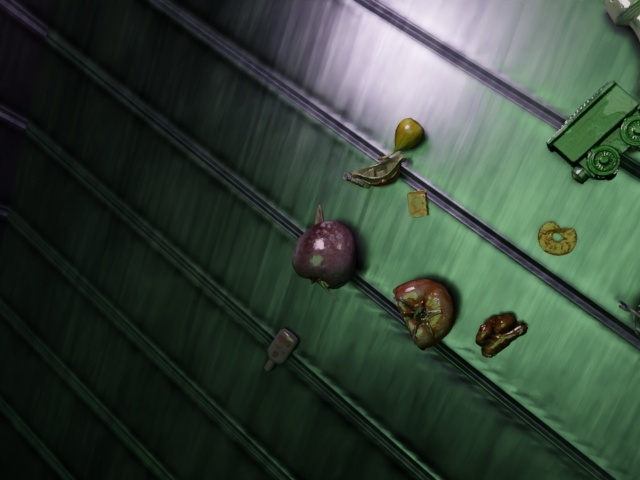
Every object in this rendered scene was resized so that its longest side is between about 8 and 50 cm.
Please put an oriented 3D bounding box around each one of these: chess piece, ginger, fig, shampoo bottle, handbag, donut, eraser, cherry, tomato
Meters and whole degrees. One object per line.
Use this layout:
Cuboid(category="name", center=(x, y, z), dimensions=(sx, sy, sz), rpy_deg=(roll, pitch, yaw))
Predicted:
Cuboid(category="chess piece", center=(0.882, -0.545, 1.493), dimensions=(0.195, 0.195, 0.299), rpy_deg=(-31, 73, 21))
Cuboid(category="ginger", center=(0.542, 0.280, 1.732), dimensions=(0.162, 0.073, 0.103), rpy_deg=(-38, 93, 13))
Cuboid(category="fig", center=(0.259, -0.317, 1.810), dimensions=(0.093, 0.093, 0.166), rpy_deg=(51, 126, 12))
Cuboid(category="shampoo bottle", center=(-0.150, 0.399, 2.031), dimensions=(0.080, 0.040, 0.165), rpy_deg=(37, 105, 14))
Cuboid(category="handbag", center=(0.314, -0.119, 1.821), dimensions=(0.061, 0.027, 0.083), rpy_deg=(-7, 93, 22))
Cuboid(category="donut", center=(0.693, -0.005, 1.666), dimensions=(0.108, 0.043, 0.097), rpy_deg=(28, 103, 17))
Cuboid(category="eraser", center=(0.122, -0.201, 1.897), dimensions=(0.099, 0.019, 0.027), rpy_deg=(26, 117, 19))
Cuboid(category="cherry", center=(0.016, 0.054, 1.858), dimensions=(0.213, 0.183, 0.266), rpy_deg=(26, 65, -18))
Cuboid(category="tomato", center=(0.336, 0.212, 1.755), dimensions=(0.155, 0.181, 0.214), rpy_deg=(-29, 86, 14))

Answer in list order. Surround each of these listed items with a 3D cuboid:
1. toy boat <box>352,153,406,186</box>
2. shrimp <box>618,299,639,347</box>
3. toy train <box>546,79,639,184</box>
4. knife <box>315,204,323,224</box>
Cuboid(category="toy boat", center=(0.197, -0.221, 1.829), dimensions=(0.185, 0.089, 0.071), rpy_deg=(-18, 131, 19))
Cuboid(category="shrimp", center=(0.919, 0.282, 1.512), dimensions=(0.166, 0.221, 0.410), rpy_deg=(-20, 99, 44))
Cuboid(category="toy train", center=(0.781, -0.285, 1.561), dimensions=(0.266, 0.145, 0.202), rpy_deg=(-46, 73, 17))
Cuboid(category="knife", center=(0.000, 0.000, 1.962), dimensions=(0.035, 0.018, 0.247), rpy_deg=(-4, 89, 25))
